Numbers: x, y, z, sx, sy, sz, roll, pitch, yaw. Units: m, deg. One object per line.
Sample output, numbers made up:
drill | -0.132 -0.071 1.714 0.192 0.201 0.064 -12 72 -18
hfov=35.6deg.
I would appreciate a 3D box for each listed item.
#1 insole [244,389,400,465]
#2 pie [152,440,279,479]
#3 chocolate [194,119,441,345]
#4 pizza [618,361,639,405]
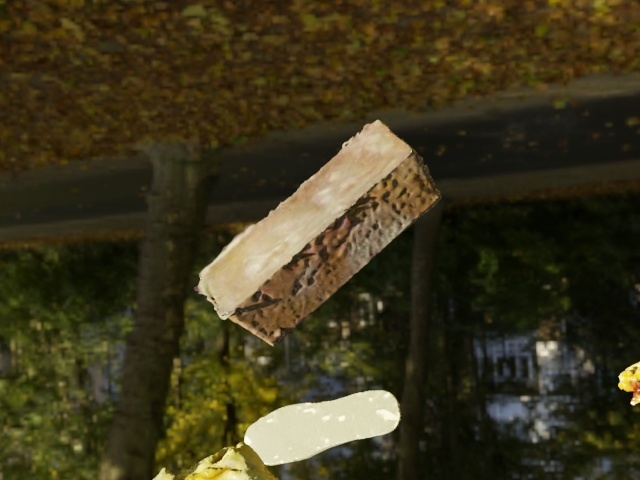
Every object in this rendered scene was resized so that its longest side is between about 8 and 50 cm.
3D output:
insole | -0.001 0.268 1.435 0.248 0.081 0.011 -17 161 19
pie | -0.061 0.331 0.976 0.129 0.282 0.068 -29 180 -7
chocolate | 0.000 0.000 1.265 0.112 0.321 0.112 47 -178 -39
pizza | 0.539 0.210 1.500 0.194 0.069 0.154 -23 -168 45
